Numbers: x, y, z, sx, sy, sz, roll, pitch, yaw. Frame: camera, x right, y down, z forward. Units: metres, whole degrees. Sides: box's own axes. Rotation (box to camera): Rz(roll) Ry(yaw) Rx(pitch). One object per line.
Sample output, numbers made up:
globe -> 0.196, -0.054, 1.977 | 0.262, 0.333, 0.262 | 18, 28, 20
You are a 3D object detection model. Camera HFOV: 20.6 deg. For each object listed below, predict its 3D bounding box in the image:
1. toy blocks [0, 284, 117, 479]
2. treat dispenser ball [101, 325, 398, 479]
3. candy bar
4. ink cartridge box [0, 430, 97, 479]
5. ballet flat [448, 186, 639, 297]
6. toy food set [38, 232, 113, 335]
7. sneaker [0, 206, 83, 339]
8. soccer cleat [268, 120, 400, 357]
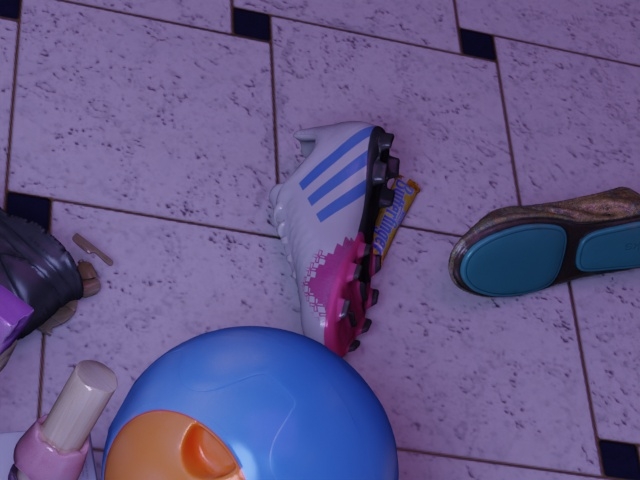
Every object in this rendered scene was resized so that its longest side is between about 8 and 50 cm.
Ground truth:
toy blocks -> -0.396, 0.173, 1.556 | 0.309, 0.260, 0.288 | 38, 31, 10
treat dispenser ball -> -0.068, 0.227, 1.703 | 0.288, 0.288, 0.288 | 12, 49, -14
candy bar -> 0.083, -0.024, 2.164 | 0.040, 0.018, 0.161 | 29, 48, 1
ink cartridge box -> -0.375, 0.271, 1.668 | 0.333, 0.065, 0.165 | -2, 53, -15
ballet flat -> 0.285, -0.005, 2.185 | 0.349, 0.123, 0.123 | -8, 56, -28
toy food set -> -0.289, 0.049, 1.941 | 0.078, 0.019, 0.122 | 37, 55, 9
sneaker -> -0.392, -0.002, 1.883 | 0.286, 0.109, 0.130 | 36, 65, 18
soccer cleat -> 0.000, 0.000, 2.063 | 0.143, 0.116, 0.331 | 2, 53, 15
